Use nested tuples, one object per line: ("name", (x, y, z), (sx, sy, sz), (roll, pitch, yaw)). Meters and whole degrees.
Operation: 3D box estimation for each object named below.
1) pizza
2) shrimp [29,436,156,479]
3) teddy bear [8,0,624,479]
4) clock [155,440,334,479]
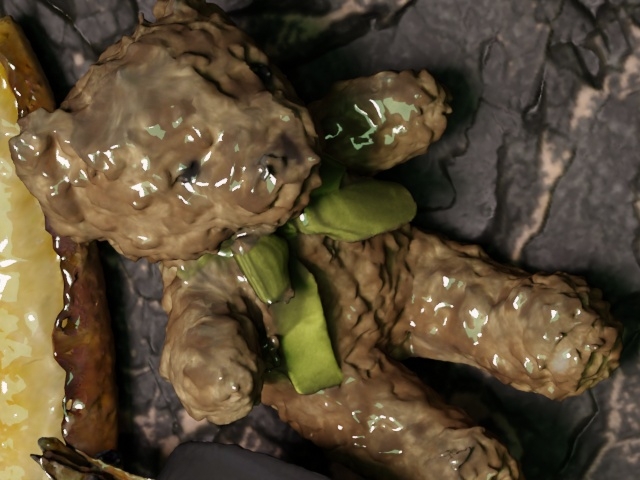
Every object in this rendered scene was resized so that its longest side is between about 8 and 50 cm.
("pizza", (-0.268, 0.121, 1.100), (0.435, 0.080, 0.392), (-33, 91, 19))
("shrimp", (-0.080, 0.239, 1.064), (0.296, 0.058, 0.169), (36, 108, -11))
("teddy bear", (0.008, 0.003, 0.930), (0.296, 0.222, 0.246), (28, 69, 22))
("clock", (-0.007, 0.165, 0.940), (0.184, 0.184, 0.040), (21, 69, 9))
